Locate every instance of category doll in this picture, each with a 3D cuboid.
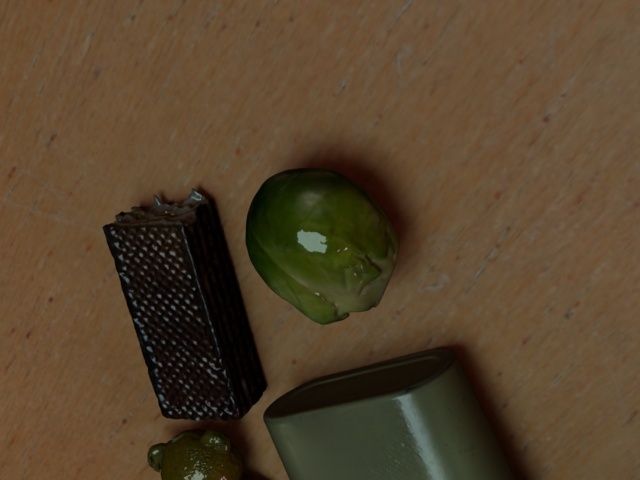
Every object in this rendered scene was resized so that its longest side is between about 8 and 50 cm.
[{"bbox_3d":[-0.115,0.310,1.345,0.137,0.097,0.209,-19,110,28],"label":"doll"}]

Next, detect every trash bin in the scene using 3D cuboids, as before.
[{"bbox_3d":[0.083,0.252,1.194,0.243,0.121,0.247,-19,101,34],"label":"trash bin"}]

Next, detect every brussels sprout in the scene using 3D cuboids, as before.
[{"bbox_3d":[0.002,-0.004,1.106,0.155,0.117,0.155,14,140,12],"label":"brussels sprout"}]

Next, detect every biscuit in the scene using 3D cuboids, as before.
[{"bbox_3d":[-0.140,0.071,1.249,0.106,0.070,0.252,-2,112,28],"label":"biscuit"}]
